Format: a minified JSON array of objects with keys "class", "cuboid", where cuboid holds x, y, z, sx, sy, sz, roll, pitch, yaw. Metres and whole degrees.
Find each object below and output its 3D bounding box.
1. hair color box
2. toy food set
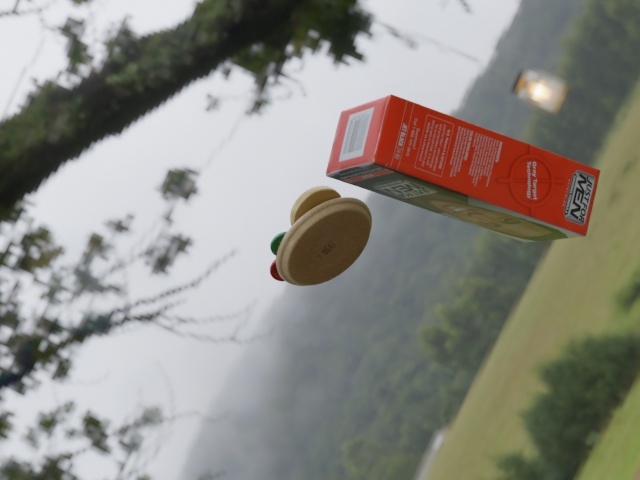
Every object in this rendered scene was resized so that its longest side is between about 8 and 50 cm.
[{"class":"hair color box","cuboid":[0.082,-0.039,0.863,0.072,0.141,0.043,-9,66,68]},{"class":"toy food set","cuboid":[0.000,0.000,1.069,0.083,0.020,0.082,13,-61,-48]}]
